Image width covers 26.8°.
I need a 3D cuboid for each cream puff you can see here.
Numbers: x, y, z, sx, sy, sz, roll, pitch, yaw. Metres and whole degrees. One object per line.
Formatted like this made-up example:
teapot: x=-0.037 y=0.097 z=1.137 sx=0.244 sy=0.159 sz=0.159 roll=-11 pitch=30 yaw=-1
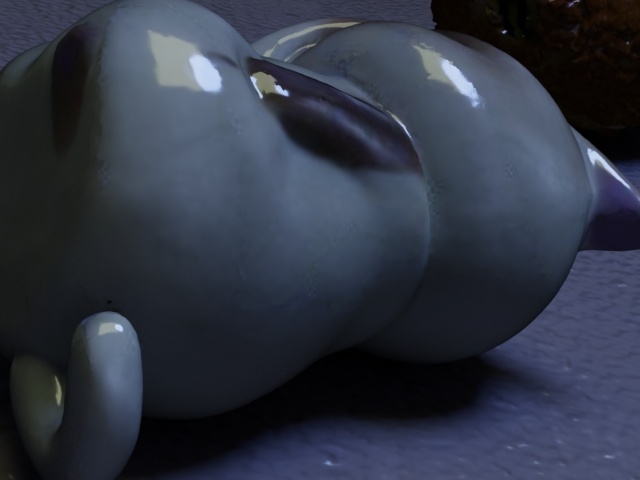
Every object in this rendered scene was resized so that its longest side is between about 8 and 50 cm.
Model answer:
cream puff: x=0.239 y=-0.203 z=1.262 sx=0.303 sy=0.212 sz=0.303 roll=18 pitch=19 yaw=-6

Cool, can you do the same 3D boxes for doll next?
doll: x=-0.021 y=-0.023 z=0.708 sx=0.370 sy=0.226 sz=0.215 roll=-14 pitch=-11 yaw=-39
